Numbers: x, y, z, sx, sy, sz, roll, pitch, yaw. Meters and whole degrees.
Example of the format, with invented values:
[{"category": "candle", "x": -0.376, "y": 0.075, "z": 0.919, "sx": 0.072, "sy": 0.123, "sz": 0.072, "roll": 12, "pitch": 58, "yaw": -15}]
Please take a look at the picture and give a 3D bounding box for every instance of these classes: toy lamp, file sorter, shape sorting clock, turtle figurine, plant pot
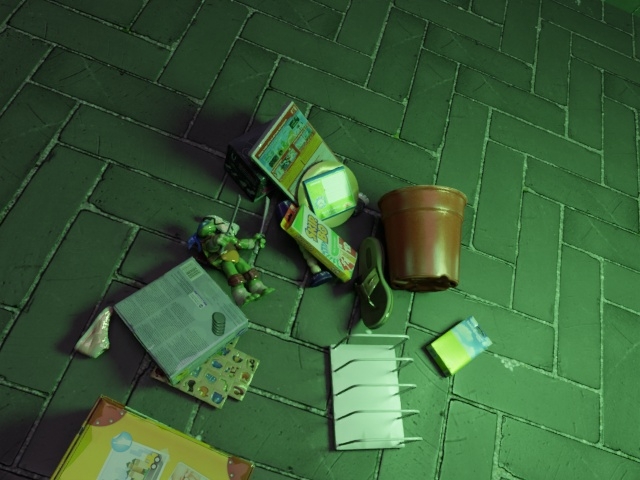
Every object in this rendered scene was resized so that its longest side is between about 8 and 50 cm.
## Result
[{"category": "toy lamp", "x": -0.057, "y": 0.006, "z": 1.579, "sx": 0.080, "sy": 0.080, "sz": 0.274, "roll": -18, "pitch": 73, "yaw": -23}, {"category": "file sorter", "x": 0.144, "y": 0.394, "z": 1.391, "sx": 0.193, "sy": 0.173, "sz": 0.277, "roll": 4, "pitch": 63, "yaw": -15}, {"category": "shape sorting clock", "x": 0.024, "y": -0.141, "z": 1.624, "sx": 0.206, "sy": 0.040, "sz": 0.206, "roll": -3, "pitch": 97, "yaw": -24}, {"category": "turtle figurine", "x": -0.208, "y": 0.028, "z": 1.443, "sx": 0.275, "sy": 0.198, "sz": 0.266, "roll": -29, "pitch": 85, "yaw": -8}, {"category": "plant pot", "x": 0.307, "y": 0.008, "z": 1.590, "sx": 0.273, "sy": 0.272, "sz": 0.264, "roll": 7, "pitch": 71, "yaw": -13}]

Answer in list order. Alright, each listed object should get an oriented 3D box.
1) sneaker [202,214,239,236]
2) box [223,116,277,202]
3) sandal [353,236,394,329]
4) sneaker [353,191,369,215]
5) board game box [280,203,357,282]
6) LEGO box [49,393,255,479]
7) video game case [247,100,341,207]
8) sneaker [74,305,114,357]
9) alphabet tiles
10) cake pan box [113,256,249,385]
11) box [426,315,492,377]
[{"category": "sneaker", "x": -0.295, "y": -0.041, "z": 1.551, "sx": 0.109, "sy": 0.040, "sz": 0.043, "roll": 20, "pitch": 63, "yaw": -6}, {"category": "box", "x": -0.150, "y": -0.263, "z": 1.643, "sx": 0.247, "sy": 0.142, "sz": 0.163, "roll": -36, "pitch": 78, "yaw": -27}, {"category": "sandal", "x": 0.136, "y": 0.121, "z": 1.548, "sx": 0.086, "sy": 0.120, "sz": 0.302, "roll": 21, "pitch": 48, "yaw": -34}, {"category": "sneaker", "x": 0.072, "y": -0.140, "z": 1.696, "sx": 0.167, "sy": 0.065, "sz": 0.076, "roll": 29, "pitch": 65, "yaw": 2}, {"category": "board game box", "x": 0.000, "y": 0.000, "z": 1.553, "sx": 0.259, "sy": 0.039, "sz": 0.124, "roll": 40, "pitch": 36, "yaw": -14}, {"category": "LEGO box", "x": -0.414, "y": 0.640, "z": 1.096, "sx": 0.373, "sy": 0.193, "sz": 0.499, "roll": 26, "pitch": 61, "yaw": -3}, {"category": "video game case", "x": -0.068, "y": -0.240, "z": 1.570, "sx": 0.025, "sy": 0.285, "sz": 0.204, "roll": 22, "pitch": 73, "yaw": 45}, {"category": "sneaker", "x": -0.550, "y": 0.236, "z": 1.338, "sx": 0.070, "sy": 0.051, "sz": 0.134, "roll": 32, "pitch": 64, "yaw": -1}, {"category": "alphabet tiles", "x": -0.288, "y": 0.317, "z": 1.387, "sx": 0.237, "sy": 0.009, "sz": 0.198, "roll": 27, "pitch": 57, "yaw": -5}, {"category": "cake pan box", "x": -0.363, "y": 0.198, "z": 1.379, "sx": 0.246, "sy": 0.070, "sz": 0.267, "roll": -36, "pitch": 70, "yaw": -29}, {"category": "box", "x": 0.415, "y": 0.314, "z": 1.582, "sx": 0.178, "sy": 0.042, "sz": 0.109, "roll": -28, "pitch": 76, "yaw": -26}]
